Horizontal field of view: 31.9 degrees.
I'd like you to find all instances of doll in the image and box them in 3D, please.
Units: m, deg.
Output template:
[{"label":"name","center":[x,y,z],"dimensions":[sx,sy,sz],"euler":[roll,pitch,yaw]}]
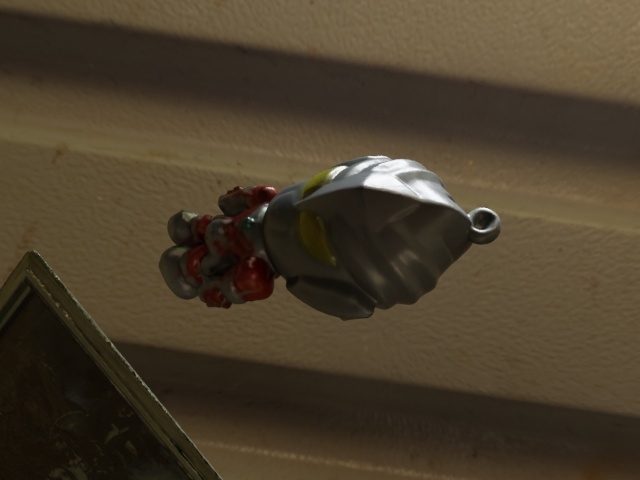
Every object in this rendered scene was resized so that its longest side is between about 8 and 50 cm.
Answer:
[{"label":"doll","center":[0.000,0.000,0.559],"dimensions":[0.180,0.079,0.094],"euler":[-5,-125,24]}]

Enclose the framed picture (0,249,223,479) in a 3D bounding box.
[{"label":"framed picture","center":[-0.192,0.160,0.823],"dimensions":[0.232,0.296,0.019],"euler":[50,-132,2]}]
